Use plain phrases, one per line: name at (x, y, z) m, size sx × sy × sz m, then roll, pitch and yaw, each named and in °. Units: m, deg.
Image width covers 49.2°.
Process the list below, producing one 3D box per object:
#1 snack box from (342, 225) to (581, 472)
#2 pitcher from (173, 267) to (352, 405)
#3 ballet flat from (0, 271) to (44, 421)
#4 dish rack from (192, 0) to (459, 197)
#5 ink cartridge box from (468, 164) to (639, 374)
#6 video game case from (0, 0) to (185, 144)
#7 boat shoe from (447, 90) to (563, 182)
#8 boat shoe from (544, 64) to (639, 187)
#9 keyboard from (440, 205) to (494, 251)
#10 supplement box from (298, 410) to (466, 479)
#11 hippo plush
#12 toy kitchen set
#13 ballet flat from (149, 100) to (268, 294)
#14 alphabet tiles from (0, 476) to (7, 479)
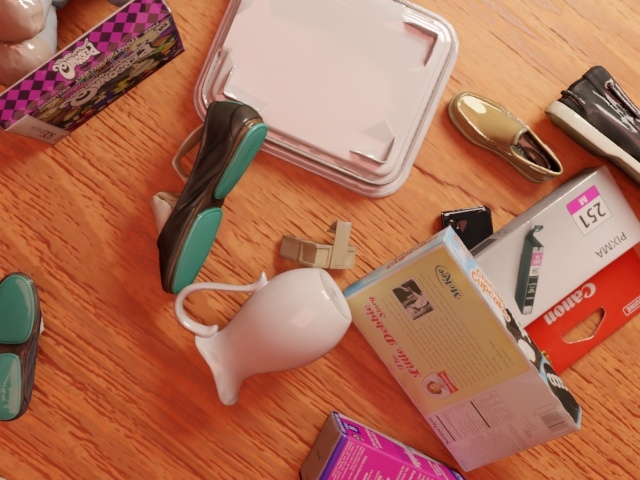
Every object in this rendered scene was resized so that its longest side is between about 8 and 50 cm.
snack box at (0.193, 0.159, 0.977) m, size 0.187 × 0.060 × 0.321 m, roll -33°, pitch 98°, yaw 30°
pitcher at (-0.080, 0.103, 0.947) m, size 0.207 × 0.125 × 0.177 m, roll -31°, pitch 104°, yaw 12°
ballet flat at (-0.414, 0.141, 0.948) m, size 0.074 × 0.074 × 0.203 m, roll 5°, pitch 92°, yaw -6°
dish rack at (0.013, -0.239, 0.974) m, size 0.333 × 0.072 × 0.285 m, roll 23°, pitch 91°, yaw -6°
ink cartridge box at (0.358, 0.063, 1.022) m, size 0.275 × 0.060 × 0.238 m, roll -35°, pitch 97°, yaw -7°
video game case at (-0.279, -0.208, 0.873) m, size 0.232 × 0.210 × 0.041 m, roll -37°, pitch 97°, yaw -4°
boat shoe at (0.272, -0.153, 1.004) m, size 0.190 × 0.072 × 0.068 m, roll 32°, pitch 90°, yaw -7°
boat shoe at (0.490, -0.126, 1.004) m, size 0.340 × 0.127 × 0.113 m, roll 37°, pitch 101°, yaw 2°
keyboard at (0.210, 0.044, 1.035) m, size 0.108 × 0.023 × 0.180 m, roll -9°, pitch 93°, yaw -12°
supplement box at (0.095, 0.349, 0.994) m, size 0.220 × 0.111 × 0.113 m, roll 28°, pitch 89°, yaw -8°
hippo plush at (-0.325, -0.325, 0.884) m, size 0.237 × 0.294 × 0.234 m, roll -18°, pitch 121°, yaw -29°
toy kitchen set at (0.000, 0.000, 1.005) m, size 0.083 × 0.075 × 0.068 m, roll 5°, pitch 97°, yaw -46°
ballet flat at (-0.167, -0.064, 0.951) m, size 0.096 × 0.095 × 0.280 m, roll 32°, pitch 102°, yaw 15°
alphabet tiles at (-0.586, 0.397, 0.969) m, size 0.278 × 0.021 × 0.283 m, roll 11°, pitch 92°, yaw -6°
